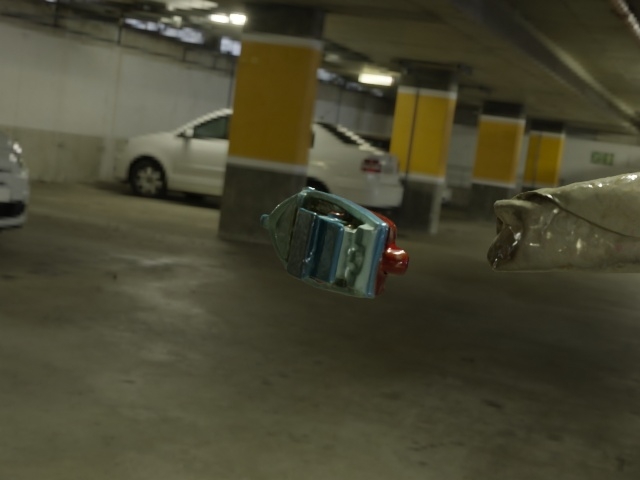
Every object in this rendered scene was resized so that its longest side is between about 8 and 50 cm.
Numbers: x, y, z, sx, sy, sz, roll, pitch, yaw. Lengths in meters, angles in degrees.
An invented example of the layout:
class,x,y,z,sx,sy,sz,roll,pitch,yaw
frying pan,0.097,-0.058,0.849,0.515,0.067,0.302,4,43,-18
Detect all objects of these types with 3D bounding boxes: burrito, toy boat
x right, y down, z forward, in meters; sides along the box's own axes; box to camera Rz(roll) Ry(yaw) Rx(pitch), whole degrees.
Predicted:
class,x,y,z,sx,sy,sz,roll,pitch,yaw
burrito,0.258,-0.017,0.711,0.275,0.082,0.059,-4,-14,10
toy boat,0.000,0.000,0.713,0.058,0.069,0.173,8,7,-24
